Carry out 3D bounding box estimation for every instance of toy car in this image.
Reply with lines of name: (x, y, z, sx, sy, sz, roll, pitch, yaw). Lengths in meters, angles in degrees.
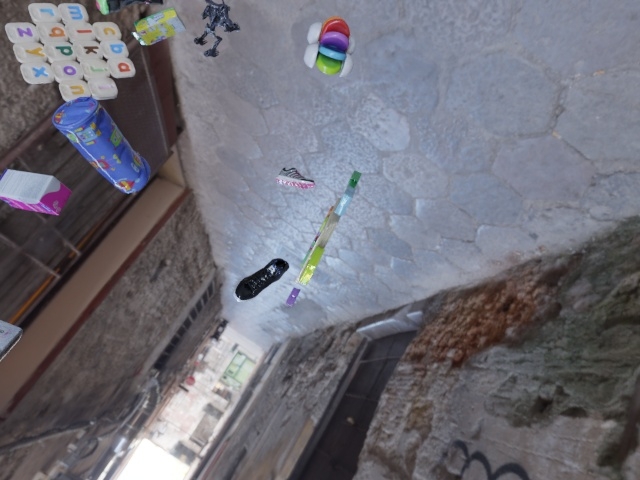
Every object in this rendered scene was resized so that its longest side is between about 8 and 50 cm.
toy car: (0.040, -0.617, 1.370, 0.159, 0.181, 0.136, 13, 163, -15)

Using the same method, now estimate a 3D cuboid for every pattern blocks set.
pattern blocks set: (0.000, 0.000, 0.938, 0.026, 0.324, 0.285, 27, -158, -2)

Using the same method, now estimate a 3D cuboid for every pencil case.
pencil case: (-0.594, -0.263, 1.221, 0.120, 0.133, 0.306, 5, 153, 14)

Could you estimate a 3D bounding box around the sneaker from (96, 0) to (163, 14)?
sneaker: (-0.649, -0.924, 1.538, 0.203, 0.482, 0.185, 9, 133, -2)

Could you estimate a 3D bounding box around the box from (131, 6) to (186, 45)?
box: (-0.601, -0.786, 1.612, 0.105, 0.179, 0.043, 46, -160, -87)

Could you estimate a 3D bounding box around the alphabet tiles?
alphabet tiles: (-0.672, -0.513, 1.191, 0.021, 0.278, 0.283, -26, 86, 57)

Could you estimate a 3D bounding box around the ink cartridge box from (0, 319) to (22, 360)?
ink cartridge box: (-0.925, 0.257, 1.094, 0.233, 0.189, 0.066, 29, 122, -12)

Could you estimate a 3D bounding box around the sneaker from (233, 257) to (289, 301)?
sneaker: (-0.198, 0.121, 1.491, 0.079, 0.217, 0.121, 50, 137, 7)

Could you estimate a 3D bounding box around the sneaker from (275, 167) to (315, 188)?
sneaker: (-0.098, -0.262, 1.796, 0.171, 0.074, 0.063, 13, 163, 19)

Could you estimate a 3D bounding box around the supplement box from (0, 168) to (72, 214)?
supplement box: (-1.072, -0.181, 1.627, 0.220, 0.113, 0.111, 8, 155, 14)

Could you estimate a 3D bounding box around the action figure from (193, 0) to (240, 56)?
action figure: (-0.435, -0.918, 1.844, 0.164, 0.140, 0.276, 40, 139, -14)
